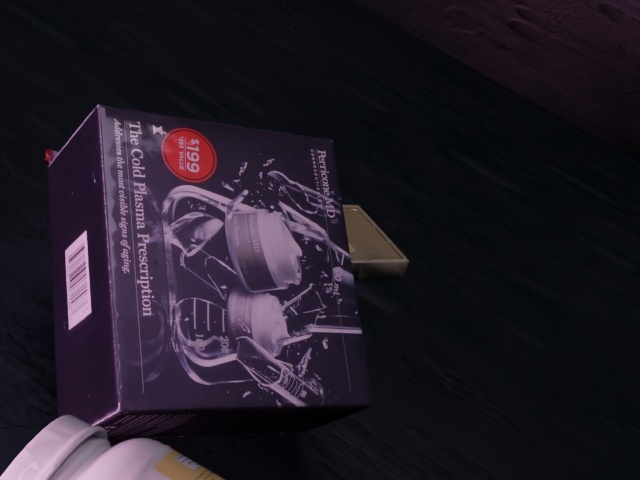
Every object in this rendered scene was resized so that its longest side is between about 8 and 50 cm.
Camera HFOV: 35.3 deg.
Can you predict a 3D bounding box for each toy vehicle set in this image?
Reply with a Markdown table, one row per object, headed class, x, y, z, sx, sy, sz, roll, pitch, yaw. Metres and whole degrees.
| class | x | y | z | sx | sy | sz | roll | pitch | yaw |
| --- | --- | --- | --- | --- | --- | --- | --- | --- | --- |
| toy vehicle set | 0.000 | 0.000 | 1.666 | 0.266 | 0.035 | 0.166 | 0 | 37 | -38 |

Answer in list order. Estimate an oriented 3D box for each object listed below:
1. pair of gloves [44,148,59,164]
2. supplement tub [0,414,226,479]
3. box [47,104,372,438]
| class | x | y | z | sx | sy | sz | roll | pitch | yaw |
| --- | --- | --- | --- | --- | --- | --- | --- | --- | --- |
| pair of gloves | -0.341 | -0.087 | 1.561 | 0.159 | 0.023 | 0.198 | 5 | 33 | -29 |
| supplement tub | -0.120 | 0.313 | 0.826 | 0.331 | 0.241 | 0.241 | 28 | 28 | 7 |
| box | -0.134 | 0.048 | 1.172 | 0.312 | 0.179 | 0.343 | 5 | 67 | -34 |
